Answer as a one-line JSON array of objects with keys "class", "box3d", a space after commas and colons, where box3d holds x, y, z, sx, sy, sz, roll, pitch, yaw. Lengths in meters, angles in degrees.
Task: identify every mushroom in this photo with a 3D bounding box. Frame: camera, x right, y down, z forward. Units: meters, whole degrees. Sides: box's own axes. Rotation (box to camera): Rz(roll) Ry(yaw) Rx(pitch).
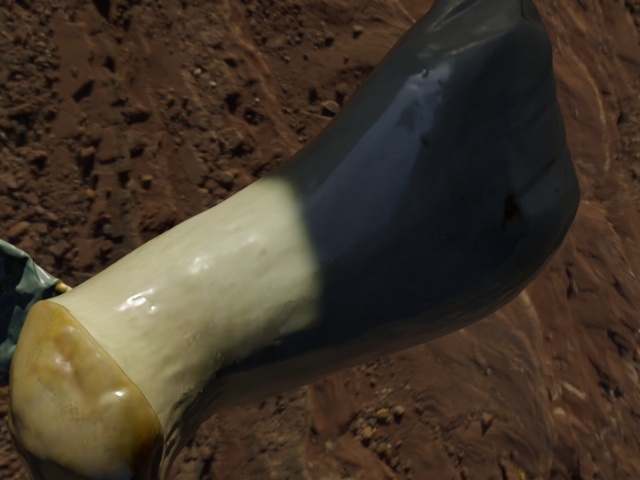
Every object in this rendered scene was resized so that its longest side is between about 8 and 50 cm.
[{"class": "mushroom", "box3d": [0.000, 0.000, 0.393, 0.329, 0.122, 0.159, -32, 93, -26]}]

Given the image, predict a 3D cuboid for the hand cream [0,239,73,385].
[{"class": "hand cream", "box3d": [-0.184, 0.046, 0.472, 0.075, 0.248, 0.052, -40, 36, 8]}]
